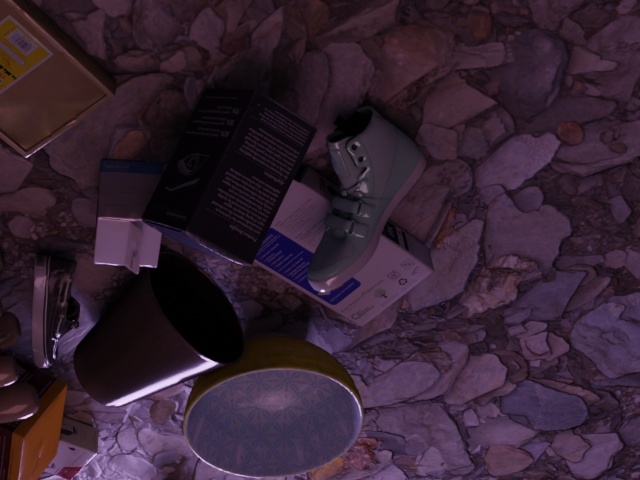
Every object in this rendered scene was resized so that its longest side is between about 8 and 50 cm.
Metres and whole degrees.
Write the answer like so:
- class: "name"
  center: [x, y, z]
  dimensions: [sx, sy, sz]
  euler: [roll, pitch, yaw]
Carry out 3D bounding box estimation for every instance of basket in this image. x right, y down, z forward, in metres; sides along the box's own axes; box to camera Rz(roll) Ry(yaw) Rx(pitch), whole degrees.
- class: "basket"
  center: [-0.266, 0.154, 1.739]
  dimensions: [0.227, 0.154, 0.204]
  euler: [-34, 101, 29]

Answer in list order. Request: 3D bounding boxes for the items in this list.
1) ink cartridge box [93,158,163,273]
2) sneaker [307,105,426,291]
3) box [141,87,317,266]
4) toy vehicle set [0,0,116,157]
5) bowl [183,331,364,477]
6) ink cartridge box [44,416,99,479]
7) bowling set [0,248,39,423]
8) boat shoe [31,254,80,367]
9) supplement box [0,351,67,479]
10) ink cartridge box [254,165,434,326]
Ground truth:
- class: "ink cartridge box"
  center: [-0.268, -0.032, 1.564]
  dimensions: [0.090, 0.143, 0.092]
  euler: [4, 132, -11]
- class: "sneaker"
  center: [0.028, -0.064, 1.546]
  dimensions: [0.151, 0.094, 0.256]
  euler: [42, 74, -35]
- class: "box"
  center: [-0.122, -0.085, 1.463]
  dimensions: [0.108, 0.153, 0.207]
  euler: [29, 83, -31]
- class: "toy vehicle set"
  center: [-0.412, -0.235, 1.429]
  dimensions: [0.166, 0.035, 0.267]
  euler: [-30, 130, 20]
- class: "bowl"
  center: [-0.080, 0.243, 1.839]
  dimensions: [0.290, 0.156, 0.289]
  euler: [-4, 134, -4]
- class: "ink cartridge box"
  center: [-0.472, 0.355, 1.961]
  dimensions: [0.135, 0.056, 0.099]
  euler: [26, 125, -28]
- class: "bowling set"
  center: [-0.518, 0.145, 1.590]
  dimensions: [0.154, 0.286, 0.200]
  euler: [-14, 178, -3]
- class: "boat shoe"
  center: [-0.408, 0.117, 1.732]
  dimensions: [0.070, 0.077, 0.219]
  euler: [4, 131, -10]
- class: "supplement box"
  center: [-0.531, 0.288, 1.793]
  dimensions: [0.194, 0.129, 0.191]
  euler: [24, 131, 7]
- class: "ink cartridge box"
  center: [0.000, 0.000, 1.685]
  dimensions: [0.333, 0.065, 0.165]
  euler: [33, 122, -33]
